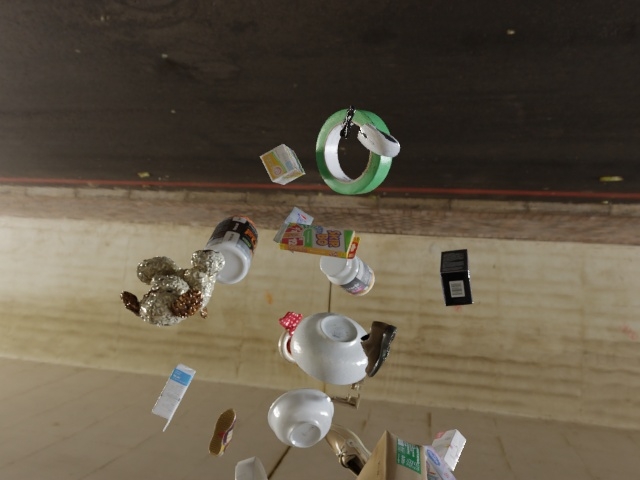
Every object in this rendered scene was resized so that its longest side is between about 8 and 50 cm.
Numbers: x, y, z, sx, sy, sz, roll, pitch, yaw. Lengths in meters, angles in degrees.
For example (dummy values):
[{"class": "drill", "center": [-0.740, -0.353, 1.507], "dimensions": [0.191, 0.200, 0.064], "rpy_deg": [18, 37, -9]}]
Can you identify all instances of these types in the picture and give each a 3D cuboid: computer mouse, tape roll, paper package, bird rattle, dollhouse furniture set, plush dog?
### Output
[{"class": "computer mouse", "center": [0.145, -0.306, 1.411], "dimensions": [0.193, 0.042, 0.106], "rpy_deg": [33, 132, 6]}, {"class": "tape roll", "center": [-0.216, 0.974, 1.700], "dimensions": [0.072, 0.391, 0.392], "rpy_deg": [-15, 175, -5]}, {"class": "paper package", "center": [0.239, 0.900, 1.675], "dimensions": [0.168, 0.309, 0.325], "rpy_deg": [25, -162, 1]}, {"class": "tape roll", "center": [0.123, -0.337, 1.835], "dimensions": [0.322, 0.320, 0.077], "rpy_deg": [-2, -174, 43]}, {"class": "bird rattle", "center": [-0.108, 0.454, 2.190], "dimensions": [0.143, 0.206, 0.253], "rpy_deg": [-4, 137, 44]}, {"class": "dollhouse furniture set", "center": [0.124, 0.639, 2.113], "dimensions": [0.124, 0.151, 0.144], "rpy_deg": [14, 175, 8]}, {"class": "plush dog", "center": [-0.388, 0.152, 1.274], "dimensions": [0.263, 0.210, 0.225], "rpy_deg": [-7, -166, 18]}]

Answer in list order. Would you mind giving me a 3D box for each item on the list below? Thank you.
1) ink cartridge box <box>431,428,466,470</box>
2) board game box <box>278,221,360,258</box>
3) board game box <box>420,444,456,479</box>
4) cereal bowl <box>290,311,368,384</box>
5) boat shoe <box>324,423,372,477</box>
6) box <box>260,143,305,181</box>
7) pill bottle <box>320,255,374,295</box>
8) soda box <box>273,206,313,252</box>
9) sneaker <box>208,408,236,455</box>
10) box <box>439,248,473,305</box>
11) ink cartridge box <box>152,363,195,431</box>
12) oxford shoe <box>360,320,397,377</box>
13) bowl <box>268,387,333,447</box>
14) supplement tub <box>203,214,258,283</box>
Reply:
[{"class": "ink cartridge box", "center": [0.509, 0.886, 1.982], "dimensions": [0.198, 0.067, 0.115], "rpy_deg": [-43, -177, -42]}, {"class": "board game box", "center": [0.000, 0.000, 1.637], "dimensions": [0.260, 0.124, 0.039], "rpy_deg": [10, 130, 11]}, {"class": "board game box", "center": [0.408, 0.995, 1.766], "dimensions": [0.066, 0.318, 0.318], "rpy_deg": [12, -159, -31]}, {"class": "cereal bowl", "center": [0.058, 0.405, 1.928], "dimensions": [0.340, 0.141, 0.338], "rpy_deg": [13, -150, -8]}, {"class": "boat shoe", "center": [0.134, 0.952, 2.140], "dimensions": [0.341, 0.121, 0.110], "rpy_deg": [28, -162, 32]}, {"class": "box", "center": [-0.146, -0.297, 1.893], "dimensions": [0.103, 0.114, 0.203], "rpy_deg": [-27, 178, 9]}, {"class": "pill bottle", "center": [0.119, 0.137, 2.134], "dimensions": [0.162, 0.162, 0.278], "rpy_deg": [0, 159, 31]}, {"class": "soda box", "center": [-0.103, -0.047, 1.897], "dimensions": [0.098, 0.091, 0.286], "rpy_deg": [32, -164, -5]}, {"class": "sneaker", "center": [-0.382, 0.762, 1.909], "dimensions": [0.070, 0.185, 0.084], "rpy_deg": [18, 163, 19]}, {"class": "box", "center": [0.542, 0.145, 1.909], "dimensions": [0.108, 0.153, 0.207], "rpy_deg": [-7, -161, 18]}, {"class": "ink cartridge box", "center": [-0.456, 0.477, 1.467], "dimensions": [0.060, 0.180, 0.104], "rpy_deg": [27, 169, -5]}, {"class": "oxford shoe", "center": [0.170, 0.340, 1.522], "dimensions": [0.096, 0.227, 0.083], "rpy_deg": [23, -147, 18]}, {"class": "bowl", "center": [-0.076, 0.808, 2.104], "dimensions": [0.298, 0.297, 0.134], "rpy_deg": [6, -156, -14]}, {"class": "supplement tub", "center": [-0.365, 0.024, 1.978], "dimensions": [0.194, 0.193, 0.316], "rpy_deg": [4, -152, 0]}]
